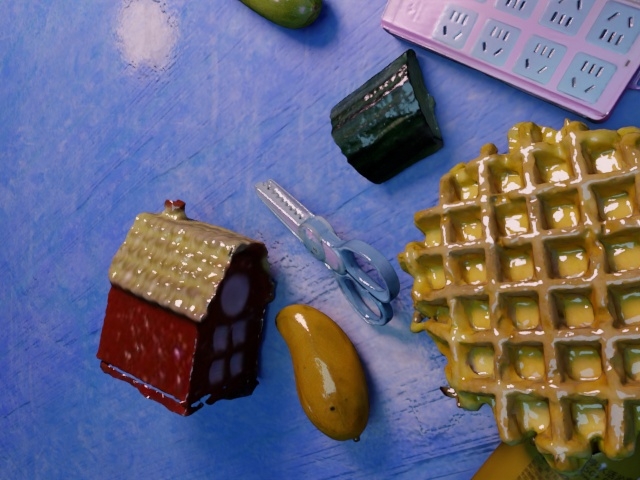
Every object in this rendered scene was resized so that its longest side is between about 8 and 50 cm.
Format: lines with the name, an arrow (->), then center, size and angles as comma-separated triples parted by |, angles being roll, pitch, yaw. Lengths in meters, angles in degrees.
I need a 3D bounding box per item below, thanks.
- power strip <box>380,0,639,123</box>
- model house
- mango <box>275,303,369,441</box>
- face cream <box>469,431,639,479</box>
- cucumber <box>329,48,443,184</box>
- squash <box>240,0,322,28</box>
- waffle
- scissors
power strip -> 0.190, -0.219, 0.476 | 0.278, 0.037, 0.109 | 34, 112, 23
model house -> -0.181, 0.078, 0.662 | 0.195, 0.160, 0.254 | 15, 102, 29
mango -> 0.006, 0.166, 0.612 | 0.098, 0.075, 0.190 | -30, 74, 21
face cream -> 0.218, 0.252, 0.479 | 0.105, 0.105, 0.349 | 36, 113, 22
cucumber -> 0.075, -0.139, 0.542 | 0.115, 0.062, 0.117 | -29, 80, 34
squash -> -0.080, -0.327, 0.605 | 0.201, 0.066, 0.066 | 36, 112, 22
waffle -> 0.202, 0.031, 0.430 | 0.329, 0.062, 0.330 | -12, 71, 36
scissors -> 0.000, 0.000, 0.601 | 0.256, 0.030, 0.125 | 44, 154, 29
